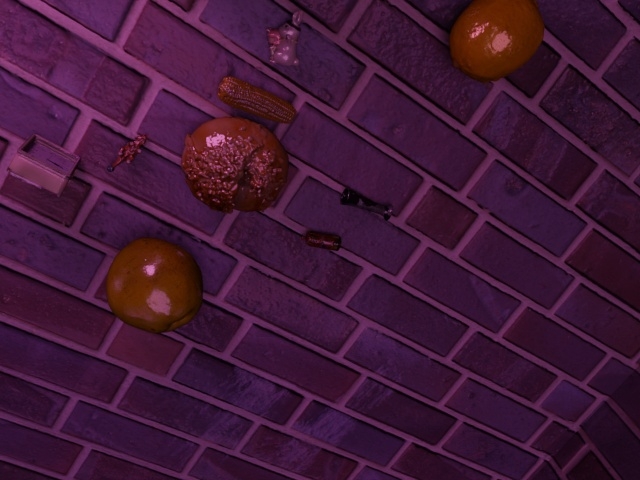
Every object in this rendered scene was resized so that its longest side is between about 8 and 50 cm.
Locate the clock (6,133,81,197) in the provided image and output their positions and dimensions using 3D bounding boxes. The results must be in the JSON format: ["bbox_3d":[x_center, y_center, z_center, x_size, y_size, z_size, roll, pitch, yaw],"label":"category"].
[{"bbox_3d":[-0.740,-0.205,1.624,0.146,0.192,0.071,30,105,-21],"label":"clock"}]

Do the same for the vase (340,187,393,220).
[{"bbox_3d":[0.149,-0.115,1.914,0.166,0.059,0.059,19,110,-19],"label":"vase"}]

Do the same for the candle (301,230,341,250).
[{"bbox_3d":[0.000,0.000,1.943,0.130,0.052,0.052,11,112,-15],"label":"candle"}]

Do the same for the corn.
[{"bbox_3d":[-0.181,-0.394,1.710,0.231,0.080,0.080,19,110,-21],"label":"corn"}]

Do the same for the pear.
[{"bbox_3d":[-0.491,0.130,1.785,0.294,0.294,0.295,-4,116,-9],"label":"pear"}]

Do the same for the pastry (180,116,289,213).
[{"bbox_3d":[-0.242,-0.206,1.724,0.315,0.184,0.285,13,111,-16],"label":"pastry"}]

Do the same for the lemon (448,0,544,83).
[{"bbox_3d":[0.491,-0.570,1.675,0.288,0.233,0.234,-37,116,-1],"label":"lemon"}]

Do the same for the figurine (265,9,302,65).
[{"bbox_3d":[-0.101,-0.557,1.644,0.098,0.081,0.146,1,115,-11],"label":"figurine"}]

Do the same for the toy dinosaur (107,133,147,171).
[{"bbox_3d":[-0.551,-0.250,1.715,0.154,0.055,0.049,-42,118,1],"label":"toy dinosaur"}]
